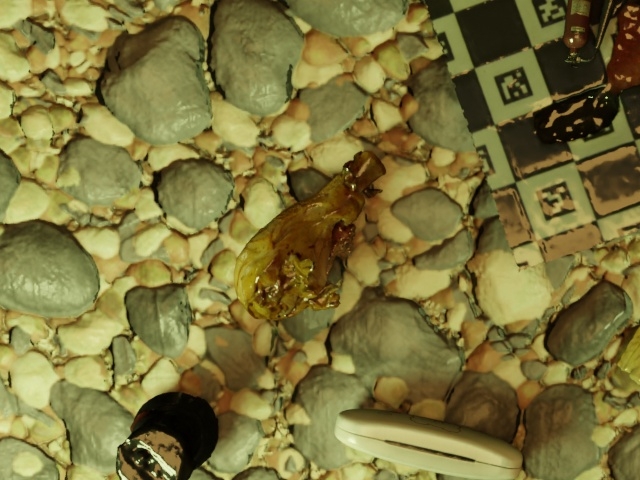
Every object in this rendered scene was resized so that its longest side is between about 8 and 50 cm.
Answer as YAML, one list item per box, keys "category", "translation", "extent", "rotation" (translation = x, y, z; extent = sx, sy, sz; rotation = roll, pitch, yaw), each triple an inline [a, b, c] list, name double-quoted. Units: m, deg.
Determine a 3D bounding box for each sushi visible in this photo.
- category: "sushi"
  translation: [0.314, -0.183, 1.327]
  extent: [0.359, 0.064, 0.343]
  rotation: [-19, 81, 5]

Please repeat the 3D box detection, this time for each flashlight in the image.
- category: "flashlight"
  translation: [-0.152, 0.197, 1.256]
  extent: [0.093, 0.232, 0.093]
  rotation: [0, 88, 1]

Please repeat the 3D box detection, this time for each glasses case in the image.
- category: "glasses case"
  translation: [0.110, 0.208, 1.328]
  extent: [0.193, 0.074, 0.049]
  rotation: [11, 94, 2]

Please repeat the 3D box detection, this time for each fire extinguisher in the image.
- category: "fire extinguisher"
  translation: [0.267, -0.215, 1.296]
  extent: [0.046, 0.032, 0.100]
  rotation: [10, 83, -25]

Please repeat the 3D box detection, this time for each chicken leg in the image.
- category: "chicken leg"
  translation: [-0.002, -0.002, 1.326]
  extent: [0.207, 0.085, 0.101]
  rotation: [-48, 46, -6]

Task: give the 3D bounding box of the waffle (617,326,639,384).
- category: "waffle"
  translation: [0.513, 0.105, 1.316]
  extent: [0.348, 0.077, 0.304]
  rotation: [34, 88, -1]
